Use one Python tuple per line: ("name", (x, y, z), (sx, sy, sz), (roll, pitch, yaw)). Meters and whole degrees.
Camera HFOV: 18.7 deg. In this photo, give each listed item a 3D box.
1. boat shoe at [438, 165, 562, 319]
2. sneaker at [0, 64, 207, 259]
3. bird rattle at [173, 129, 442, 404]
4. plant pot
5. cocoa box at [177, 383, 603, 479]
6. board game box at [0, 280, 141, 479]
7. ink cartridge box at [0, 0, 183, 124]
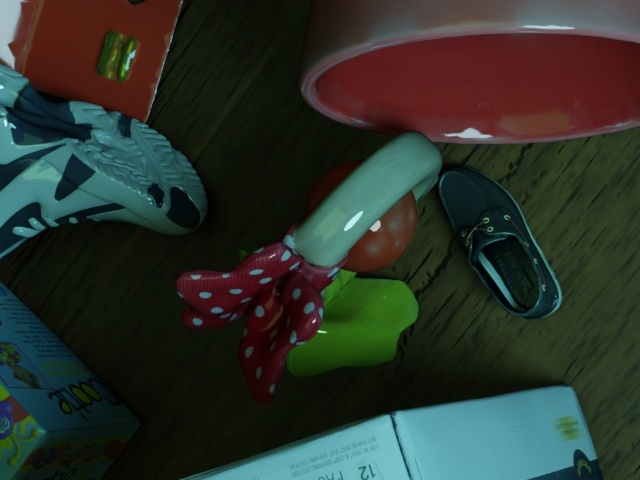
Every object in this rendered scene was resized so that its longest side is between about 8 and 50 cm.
("boat shoe", (0.126, -0.001, 1.411), (0.049, 0.042, 0.133), (-39, 72, 21))
("sneaker", (-0.213, -0.030, 1.547), (0.235, 0.094, 0.153), (22, 125, -1))
("bird rattle", (0.000, 0.000, 1.359), (0.143, 0.253, 0.207), (42, 94, 16))
("plant pot", (0.123, -0.214, 1.316), (0.275, 0.275, 0.243), (-6, 76, 24))
("cocoa box", (0.050, 0.239, 1.269), (0.231, 0.347, 0.228), (-21, 81, 22))
("board game box", (-0.305, 0.109, 1.547), (0.275, 0.144, 0.142), (42, 106, 21))
("ink cartridge box", (-0.277, -0.291, 1.579), (0.385, 0.091, 0.308), (20, 96, 25))
